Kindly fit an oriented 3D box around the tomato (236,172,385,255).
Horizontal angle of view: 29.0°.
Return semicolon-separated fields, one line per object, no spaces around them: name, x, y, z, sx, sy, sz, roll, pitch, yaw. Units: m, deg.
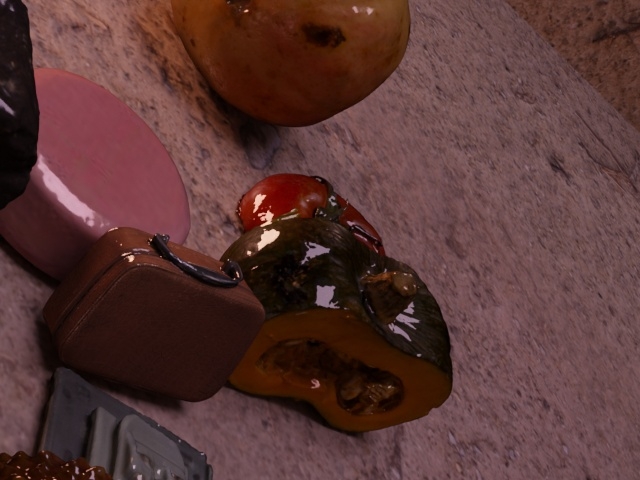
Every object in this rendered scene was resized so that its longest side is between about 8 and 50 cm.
tomato;0.004;0.000;1.594;0.228;0.101;0.228;35;33;-27

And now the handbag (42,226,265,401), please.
handbag;-0.152;0.071;1.187;0.193;0.151;0.072;28;17;-40

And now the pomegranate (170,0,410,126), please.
pomegranate;-0.026;-0.324;1.694;0.342;0.342;0.342;38;29;-26

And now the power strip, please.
power strip;-0.160;0.220;1.089;0.198;0.064;0.213;37;29;-31

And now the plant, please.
plant;-0.357;-0.181;1.113;0.181;0.194;0.321;1;48;-36

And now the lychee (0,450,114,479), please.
lychee;-0.181;0.255;0.859;0.238;0.200;0.200;33;24;11

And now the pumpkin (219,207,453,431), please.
pumpkin;0.027;0.091;1.375;0.317;0.222;0.139;31;32;-37

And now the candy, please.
candy;-0.240;-0.058;1.275;0.255;0.094;0.255;38;29;-26
